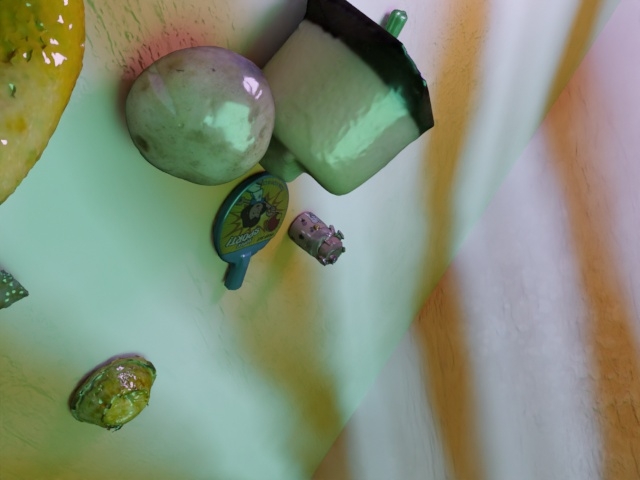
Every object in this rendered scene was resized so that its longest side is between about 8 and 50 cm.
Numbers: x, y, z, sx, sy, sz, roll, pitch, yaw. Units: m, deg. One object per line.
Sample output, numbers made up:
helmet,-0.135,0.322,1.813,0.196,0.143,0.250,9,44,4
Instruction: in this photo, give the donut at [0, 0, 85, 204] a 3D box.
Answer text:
donut,-0.351,-0.164,0.516,0.435,0.163,0.377,-34,124,-62

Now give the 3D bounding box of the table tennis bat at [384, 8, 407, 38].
table tennis bat,0.127,-0.402,1.511,0.160,0.039,0.257,-18,145,-46

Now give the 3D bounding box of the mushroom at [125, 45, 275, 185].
mushroom,-0.200,-0.203,1.101,0.255,0.184,0.255,-6,144,-4

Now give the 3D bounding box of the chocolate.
chocolate,0.009,-0.239,1.241,0.297,0.314,0.326,-42,155,-8

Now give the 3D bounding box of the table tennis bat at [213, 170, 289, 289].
table tennis bat,-0.169,-0.017,1.556,0.215,0.044,0.329,-21,140,-46

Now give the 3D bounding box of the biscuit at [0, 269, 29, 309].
biscuit,-0.577,0.052,1.016,0.141,0.038,0.290,-41,151,-15

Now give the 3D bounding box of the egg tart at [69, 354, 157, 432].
egg tart,-0.466,0.360,1.543,0.212,0.090,0.212,-34,146,-28

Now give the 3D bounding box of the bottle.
bottle,0.000,0.001,1.709,0.099,0.152,0.099,-36,149,-26
